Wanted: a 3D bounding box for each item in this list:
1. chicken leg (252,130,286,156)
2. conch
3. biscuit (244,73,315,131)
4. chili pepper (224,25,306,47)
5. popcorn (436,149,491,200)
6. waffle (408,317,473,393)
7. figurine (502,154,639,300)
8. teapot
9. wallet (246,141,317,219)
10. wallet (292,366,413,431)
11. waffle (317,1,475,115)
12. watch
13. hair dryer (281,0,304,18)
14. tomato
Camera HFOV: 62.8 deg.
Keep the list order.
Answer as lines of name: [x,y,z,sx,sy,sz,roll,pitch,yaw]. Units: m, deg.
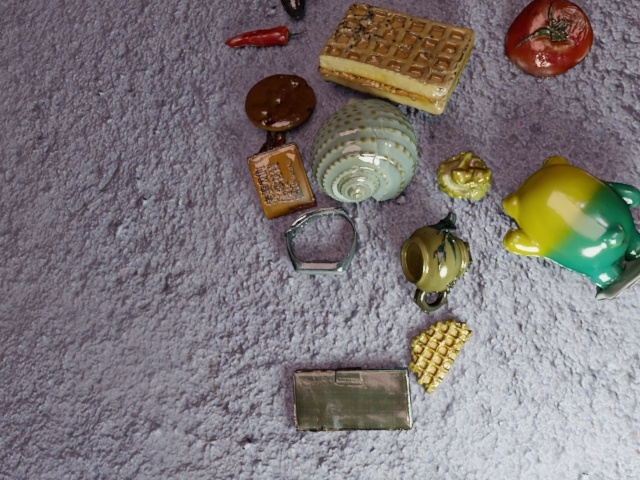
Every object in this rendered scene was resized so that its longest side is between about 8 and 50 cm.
chicken leg: [-0.147,-0.292,1.553,0.089,0.048,0.219,12,84,9]
conch: [0.123,-0.262,1.420,0.302,0.215,0.319,0,82,0]
biscuit: [-0.121,-0.411,1.549,0.212,0.036,0.212,-2,66,4]
chili pepper: [-0.175,-0.625,1.609,0.267,0.050,0.059,-2,97,11]
popcorn: [0.381,-0.168,1.397,0.125,0.126,0.145,-31,54,-20]
waffle: [0.321,0.296,1.377,0.192,0.046,0.161,-26,76,6]
figurine: [0.626,-0.039,1.278,0.340,0.231,0.323,43,90,8]
teapot: [0.315,0.058,1.369,0.182,0.173,0.270,-6,106,-21]
wallet: [-0.115,-0.170,1.505,0.161,0.042,0.196,-16,99,10]
wallet: [0.084,0.425,1.404,0.317,0.044,0.169,-5,84,12]
waffle: [0.204,-0.505,1.446,0.376,0.114,0.261,20,66,14]
watch: [0.000,0.000,1.474,0.206,0.068,0.193,1,78,7]
hair dryer: [-0.065,-0.796,1.542,0.075,0.219,0.196,-8,73,-28]
tomato: [0.626,-0.565,1.422,0.227,0.101,0.228,-1,84,8]
